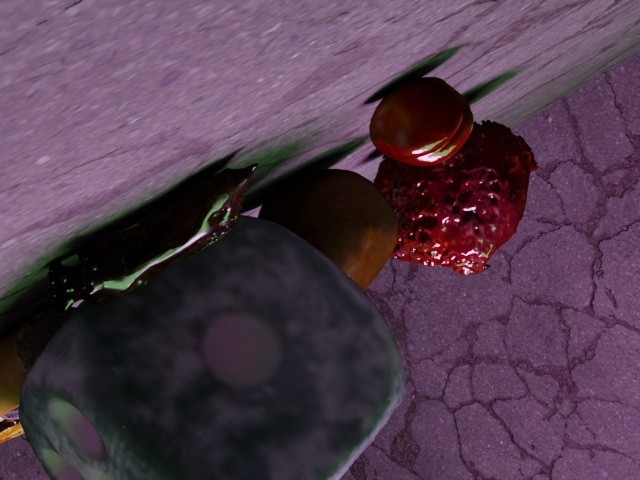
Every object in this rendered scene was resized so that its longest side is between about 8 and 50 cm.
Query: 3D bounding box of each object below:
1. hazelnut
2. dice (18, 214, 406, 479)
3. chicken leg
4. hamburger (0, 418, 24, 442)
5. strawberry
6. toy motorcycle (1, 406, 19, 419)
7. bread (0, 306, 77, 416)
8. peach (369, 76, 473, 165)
[{"bbox_3d":[-0.005,-0.008,1.338,0.210,0.210,0.186,-29,153,-18],"label":"hazelnut"},{"bbox_3d":[-0.125,0.195,1.185,0.328,0.330,0.348,-42,168,-36],"label":"dice"},{"bbox_3d":[-0.155,-0.001,0.945,0.234,0.063,0.105,-31,-178,-5],"label":"chicken leg"},{"bbox_3d":[-0.485,0.242,1.583,0.166,0.087,0.137,-28,-152,-19],"label":"hamburger"},{"bbox_3d":[0.195,-0.090,1.545,0.274,0.220,0.274,-23,-144,18],"label":"strawberry"},{"bbox_3d":[-0.428,0.206,1.437,0.254,0.112,0.112,-29,178,30],"label":"toy motorcycle"},{"bbox_3d":[-0.379,0.157,1.265,0.173,0.085,0.134,-33,-179,26],"label":"bread"},{"bbox_3d":[0.104,-0.122,1.051,0.101,0.100,0.101,-29,177,-1],"label":"peach"}]
